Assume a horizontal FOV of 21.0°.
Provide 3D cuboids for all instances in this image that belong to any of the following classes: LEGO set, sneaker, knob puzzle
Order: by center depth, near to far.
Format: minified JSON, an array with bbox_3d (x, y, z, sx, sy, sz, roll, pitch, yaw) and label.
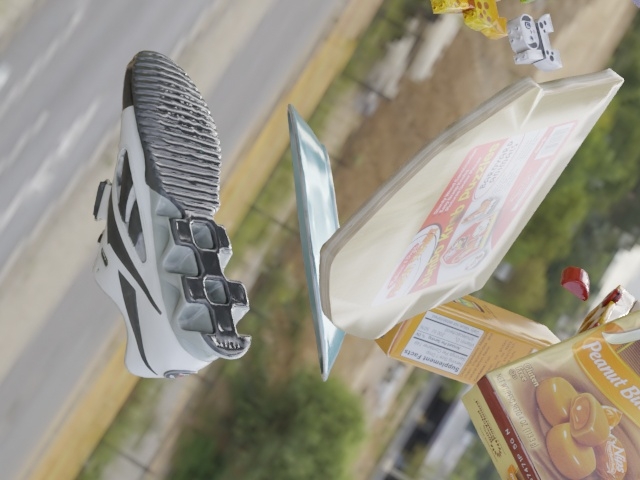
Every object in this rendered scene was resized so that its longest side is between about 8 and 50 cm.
[{"bbox_3d":[0.062,-0.020,0.944,0.213,0.030,0.213,-35,157,-18],"label":"knob puzzle"},{"bbox_3d":[-0.172,-0.023,1.680,0.146,0.330,0.122,-23,155,34],"label":"sneaker"},{"bbox_3d":[0.158,-0.270,1.736,0.093,0.227,0.087,-8,172,-45],"label":"LEGO set"}]

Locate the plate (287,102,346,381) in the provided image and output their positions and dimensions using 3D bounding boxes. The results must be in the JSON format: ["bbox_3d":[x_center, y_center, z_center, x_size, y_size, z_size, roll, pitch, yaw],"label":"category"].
[{"bbox_3d":[0.000,0.000,1.153,0.188,0.024,0.188,172,-90,-88],"label":"plate"}]

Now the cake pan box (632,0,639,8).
[{"bbox_3d":[0.504,-0.246,1.920,0.070,0.267,0.246,-52,-171,-18],"label":"cake pan box"}]

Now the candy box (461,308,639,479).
[{"bbox_3d":[0.324,0.172,1.749,0.316,0.183,0.087,-20,164,-22],"label":"candy box"}]

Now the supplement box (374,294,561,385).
[{"bbox_3d":[0.160,0.107,1.867,0.080,0.233,0.078,-58,-147,13],"label":"supplement box"}]

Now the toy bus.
[{"bbox_3d":[0.331,0.141,1.987,0.104,0.202,0.191,-48,-138,32],"label":"toy bus"}]
